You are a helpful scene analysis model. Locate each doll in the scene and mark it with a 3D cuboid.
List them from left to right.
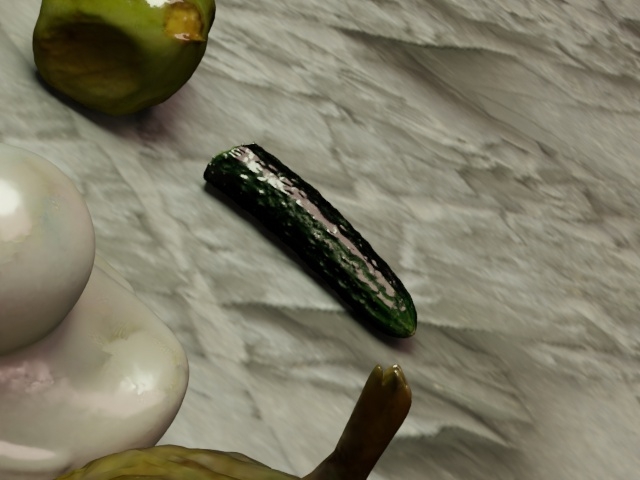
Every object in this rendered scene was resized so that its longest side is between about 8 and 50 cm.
[{"bbox_3d":[-0.193,0.042,1.067,0.251,0.221,0.221,31,40,-10],"label":"doll"}]

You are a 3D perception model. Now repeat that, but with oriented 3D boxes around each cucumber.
[{"bbox_3d":[0.000,0.000,1.373,0.214,0.052,0.058,42,60,5],"label":"cucumber"}]

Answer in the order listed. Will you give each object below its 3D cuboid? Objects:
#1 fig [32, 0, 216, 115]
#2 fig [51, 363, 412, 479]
[{"bbox_3d":[-0.151,-0.173,1.349,0.154,0.165,0.144,-27,106,-19],"label":"fig"},{"bbox_3d":[-0.053,0.193,0.915,0.286,0.369,0.286,16,37,-12],"label":"fig"}]
